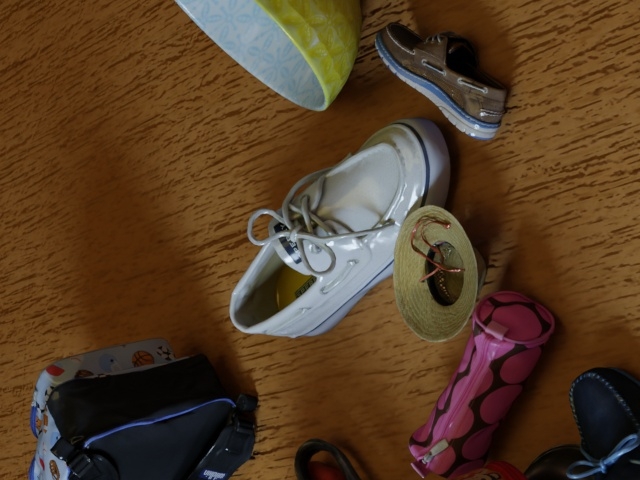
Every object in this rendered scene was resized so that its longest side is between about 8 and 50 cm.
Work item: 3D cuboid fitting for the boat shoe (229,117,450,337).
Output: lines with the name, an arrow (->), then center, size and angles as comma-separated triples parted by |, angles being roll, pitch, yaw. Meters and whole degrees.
boat shoe -> -0.004, -0.007, 2.003 | 0.367, 0.156, 0.135 | -47, 59, 45

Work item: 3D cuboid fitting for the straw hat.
straw hat -> 0.141, 0.034, 1.897 | 0.144, 0.061, 0.144 | 2, 92, 52

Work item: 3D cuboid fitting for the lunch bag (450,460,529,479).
lunch bag -> 0.168, 0.385, 1.784 | 0.258, 0.120, 0.293 | 60, 152, 25

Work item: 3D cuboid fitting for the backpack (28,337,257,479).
backpack -> -0.255, 0.267, 2.294 | 0.213, 0.277, 0.263 | 54, 140, 40

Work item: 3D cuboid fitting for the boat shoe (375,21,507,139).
boat shoe -> 0.133, -0.183, 1.888 | 0.183, 0.066, 0.066 | 43, 123, 28

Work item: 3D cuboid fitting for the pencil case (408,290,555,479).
pencil case -> 0.163, 0.153, 1.854 | 0.095, 0.098, 0.209 | 42, 126, 32

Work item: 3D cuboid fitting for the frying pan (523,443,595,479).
frying pan -> 0.239, 0.364, 1.827 | 0.197, 0.053, 0.326 | 30, 115, 49

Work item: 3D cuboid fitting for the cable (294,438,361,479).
cable -> 0.059, 0.310, 2.067 | 0.287, 0.072, 0.139 | 6, 85, 40

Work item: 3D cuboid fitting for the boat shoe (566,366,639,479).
boat shoe -> 0.302, 0.228, 1.687 | 0.258, 0.089, 0.109 | 59, 136, 29

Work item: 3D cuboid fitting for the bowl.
bowl -> -0.048, -0.296, 2.000 | 0.156, 0.289, 0.289 | -47, 43, -9
